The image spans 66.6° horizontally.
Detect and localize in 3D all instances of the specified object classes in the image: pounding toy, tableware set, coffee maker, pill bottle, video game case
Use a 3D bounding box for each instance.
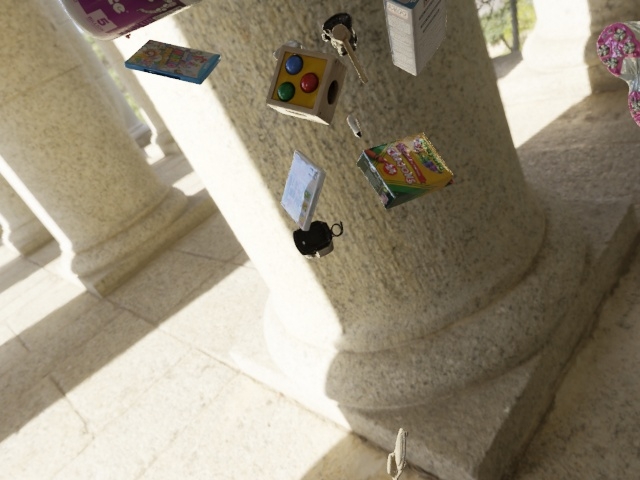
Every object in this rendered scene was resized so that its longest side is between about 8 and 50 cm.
[{"bbox_3d":[0.004,-0.359,1.021,0.181,0.206,0.094,20,7,22],"label":"pounding toy"},{"bbox_3d":[0.128,0.400,0.800,0.020,0.141,0.169,8,54,0],"label":"tableware set"},{"bbox_3d":[0.000,0.000,1.705,0.171,0.120,0.178,-1,-7,6],"label":"coffee maker"},{"bbox_3d":[-0.313,-0.493,0.885,0.301,0.169,0.169,-15,29,16],"label":"pill bottle"},{"bbox_3d":[-0.044,-0.120,1.139,0.019,0.143,0.157,5,24,-29],"label":"video game case"},{"bbox_3d":[-0.312,-0.383,1.040,0.166,0.015,0.119,14,46,3],"label":"video game case"}]

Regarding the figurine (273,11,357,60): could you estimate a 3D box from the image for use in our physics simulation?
[{"bbox_3d":[-0.013,-0.488,1.213,0.214,0.092,0.209,-26,9,10],"label":"figurine"}]

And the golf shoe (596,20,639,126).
[{"bbox_3d":[0.774,-0.379,1.127,0.140,0.306,0.115,-26,-1,-22],"label":"golf shoe"}]

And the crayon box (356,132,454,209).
[{"bbox_3d":[0.308,-0.249,1.666,0.318,0.202,0.081,-22,-20,-28],"label":"crayon box"}]

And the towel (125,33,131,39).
[{"bbox_3d":[-0.588,-0.610,1.252,0.029,0.144,0.197,-41,-20,12],"label":"towel"}]

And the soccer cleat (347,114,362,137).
[{"bbox_3d":[0.106,-0.346,1.483,0.029,0.083,0.036,-32,47,1],"label":"soccer cleat"}]

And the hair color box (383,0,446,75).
[{"bbox_3d":[0.297,-0.681,1.496,0.105,0.347,0.174,35,87,17],"label":"hair color box"}]
